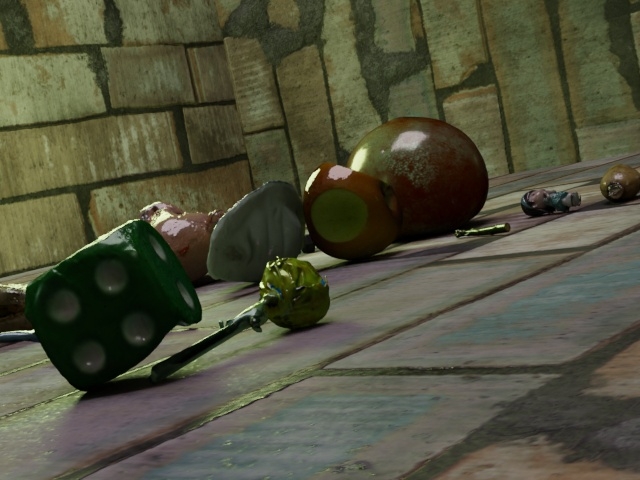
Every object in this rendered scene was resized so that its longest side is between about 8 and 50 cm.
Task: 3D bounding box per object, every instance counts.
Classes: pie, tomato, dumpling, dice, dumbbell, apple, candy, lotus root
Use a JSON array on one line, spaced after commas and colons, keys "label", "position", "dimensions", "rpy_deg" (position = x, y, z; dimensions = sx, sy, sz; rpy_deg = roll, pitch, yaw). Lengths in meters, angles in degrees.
[{"label": "pie", "position": [-0.435, 0.102, 1.562], "dimensions": [0.163, 0.079, 0.193], "rpy_deg": [-2, -2, -31]}, {"label": "tomato", "position": [0.173, -0.119, 1.895], "dimensions": [0.270, 0.223, 0.270], "rpy_deg": [-15, 3, 1]}, {"label": "dumpling", "position": [-0.106, -0.010, 1.627], "dimensions": [0.108, 0.153, 0.219], "rpy_deg": [-9, 9, 42]}, {"label": "dice", "position": [-0.195, 0.058, 0.971], "dimensions": [0.128, 0.120, 0.131], "rpy_deg": [-30, 5, 6]}, {"label": "dumbbell", "position": [0.000, 0.000, 2.007], "dimensions": [0.083, 0.040, 0.036], "rpy_deg": [-13, -25, -27]}, {"label": "apple", "position": [0.055, -0.050, 1.663], "dimensions": [0.147, 0.163, 0.146], "rpy_deg": [-5, 7, 19]}, {"label": "candy", "position": [-0.077, 0.082, 1.021], "dimensions": [0.077, 0.073, 0.262], "rpy_deg": [22, 28, 27]}, {"label": "lotus root", "position": [0.522, -0.101, 1.784], "dimensions": [0.072, 0.063, 0.152], "rpy_deg": [-20, 5, 19]}]

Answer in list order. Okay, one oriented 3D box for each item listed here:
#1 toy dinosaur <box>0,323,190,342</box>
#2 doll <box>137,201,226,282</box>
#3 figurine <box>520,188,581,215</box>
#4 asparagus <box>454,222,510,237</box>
[{"label": "toy dinosaur", "position": [-0.254, 0.090, 1.258], "dimensions": [0.144, 0.076, 0.329], "rpy_deg": [-17, -3, 41]}, {"label": "doll", "position": [-0.271, 0.006, 1.862], "dimensions": [0.201, 0.156, 0.303], "rpy_deg": [-33, 4, -15]}, {"label": "figurine", "position": [0.400, -0.069, 1.788], "dimensions": [0.106, 0.047, 0.060], "rpy_deg": [-3, 25, 41]}, {"label": "asparagus", "position": [0.258, -0.015, 1.644], "dimensions": [0.127, 0.018, 0.015], "rpy_deg": [-10, 43, 58]}]
